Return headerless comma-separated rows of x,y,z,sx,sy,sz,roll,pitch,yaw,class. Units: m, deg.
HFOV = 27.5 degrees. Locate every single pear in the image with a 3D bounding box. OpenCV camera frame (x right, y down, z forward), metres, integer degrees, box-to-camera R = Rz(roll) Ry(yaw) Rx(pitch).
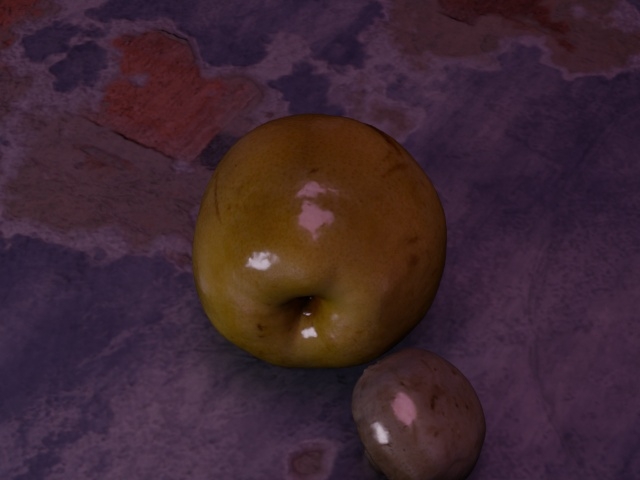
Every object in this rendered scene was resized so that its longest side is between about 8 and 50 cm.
0.000,0.000,1.520,0.314,0.314,0.314,1,48,-1,pear

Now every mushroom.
0.104,0.200,1.445,0.127,0.166,0.166,-28,38,32,mushroom
